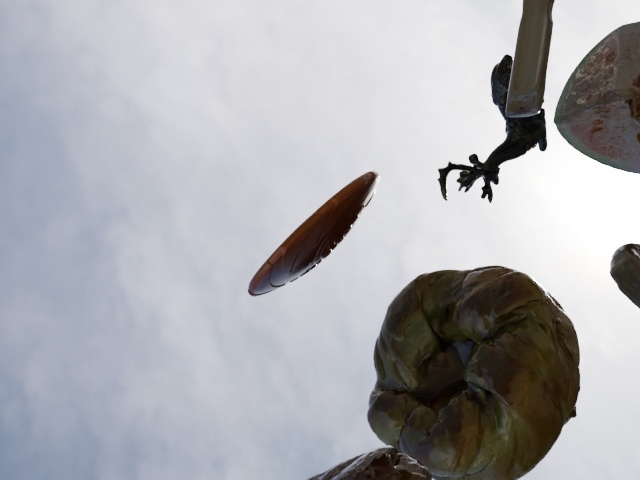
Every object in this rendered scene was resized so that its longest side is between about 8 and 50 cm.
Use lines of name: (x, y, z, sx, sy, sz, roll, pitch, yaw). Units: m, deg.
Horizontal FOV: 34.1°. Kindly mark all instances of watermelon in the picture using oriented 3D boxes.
watermelon: (0.546, -0.224, 1.650, 0.322, 0.175, 0.188, 5, -129, 23)

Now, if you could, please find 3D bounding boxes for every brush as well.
brush: (0.299, -0.316, 1.394, 0.050, 0.060, 0.321, 18, -103, -39)

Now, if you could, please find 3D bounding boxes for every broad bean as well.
broad bean: (0.043, 0.292, 1.071, 0.122, 0.228, 0.156, 41, -129, -15)

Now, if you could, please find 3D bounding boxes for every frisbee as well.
frisbee: (0.000, 0.000, 1.132, 0.035, 0.192, 0.192, 46, -138, 6)

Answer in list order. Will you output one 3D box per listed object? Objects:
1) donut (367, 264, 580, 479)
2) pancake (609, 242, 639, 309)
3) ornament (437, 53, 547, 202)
donut: (0.220, 0.196, 1.576, 0.170, 0.360, 0.360, 35, -142, -33)
pancake: (0.497, 0.073, 1.286, 0.294, 0.049, 0.294, 13, -154, -6)
ornament: (0.280, -0.173, 1.746, 0.236, 0.202, 0.080, -40, -143, -21)
